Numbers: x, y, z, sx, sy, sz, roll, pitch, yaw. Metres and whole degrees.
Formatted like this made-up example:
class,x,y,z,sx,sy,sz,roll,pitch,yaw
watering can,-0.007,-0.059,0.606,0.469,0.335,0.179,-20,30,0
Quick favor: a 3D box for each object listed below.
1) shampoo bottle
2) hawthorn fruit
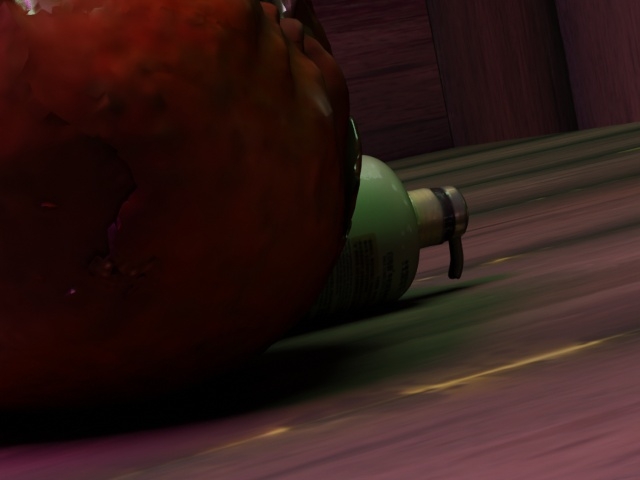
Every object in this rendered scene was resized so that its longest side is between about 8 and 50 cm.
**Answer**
class,x,y,z,sx,sy,sz,roll,pitch,yaw
shampoo bottle,0.000,0.000,0.958,0.162,0.079,0.079,-13,4,-21
hawthorn fruit,-0.132,-0.042,0.807,0.307,0.276,0.276,-37,-11,32
